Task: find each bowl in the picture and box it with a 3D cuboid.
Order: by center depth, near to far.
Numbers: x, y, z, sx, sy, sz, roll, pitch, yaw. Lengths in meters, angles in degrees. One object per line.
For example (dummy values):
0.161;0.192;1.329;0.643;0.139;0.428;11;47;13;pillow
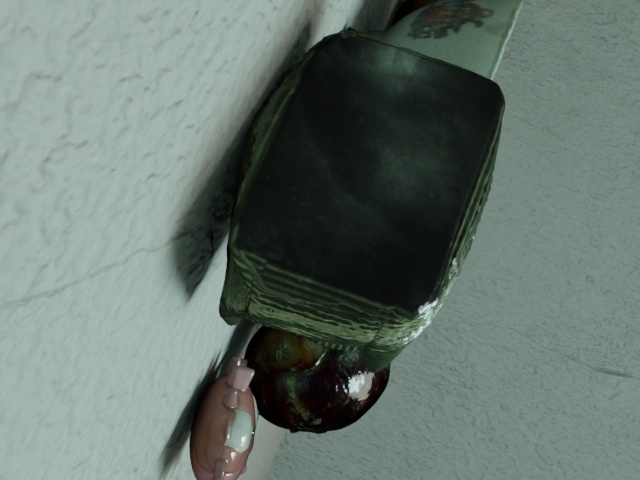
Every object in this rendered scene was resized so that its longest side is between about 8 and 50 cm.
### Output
0.127;-0.187;1.497;0.435;0.196;0.435;23;90;-85;bowl

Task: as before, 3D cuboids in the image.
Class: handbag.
0.032;-0.029;1.088;0.240;0.247;0.341;106;5;-61;handbag

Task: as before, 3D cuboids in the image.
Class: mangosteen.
-0.014;0.158;1.577;0.231;0.231;0.289;-56;140;-55;mangosteen

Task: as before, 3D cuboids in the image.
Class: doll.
-0.138;0.269;1.478;0.262;0.093;0.211;-101;-158;-79;doll

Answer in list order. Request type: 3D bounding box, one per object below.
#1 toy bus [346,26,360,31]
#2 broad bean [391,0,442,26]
0.027;-0.226;1.299;0.083;0.031;0.037;-64;-179;-13;toy bus
0.173;-0.324;1.727;0.156;0.122;0.228;-51;169;-50;broad bean
